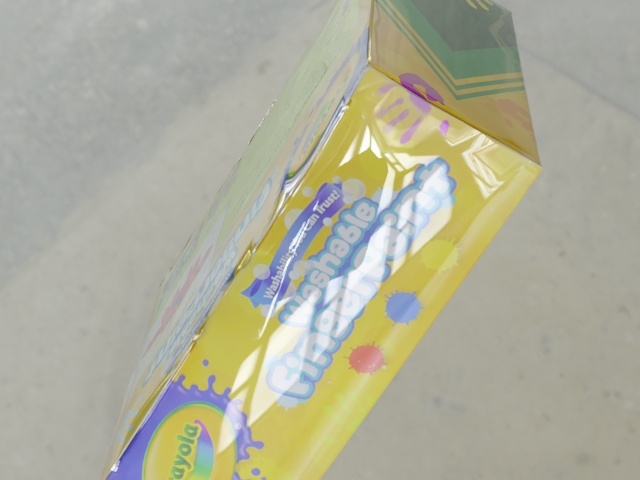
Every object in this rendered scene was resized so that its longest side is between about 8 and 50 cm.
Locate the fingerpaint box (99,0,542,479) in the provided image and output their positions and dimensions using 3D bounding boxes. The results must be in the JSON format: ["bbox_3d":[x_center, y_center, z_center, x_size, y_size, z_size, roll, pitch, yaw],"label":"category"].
[{"bbox_3d":[0.000,0.000,1.342,0.445,0.163,0.371,-57,11,23],"label":"fingerpaint box"}]
